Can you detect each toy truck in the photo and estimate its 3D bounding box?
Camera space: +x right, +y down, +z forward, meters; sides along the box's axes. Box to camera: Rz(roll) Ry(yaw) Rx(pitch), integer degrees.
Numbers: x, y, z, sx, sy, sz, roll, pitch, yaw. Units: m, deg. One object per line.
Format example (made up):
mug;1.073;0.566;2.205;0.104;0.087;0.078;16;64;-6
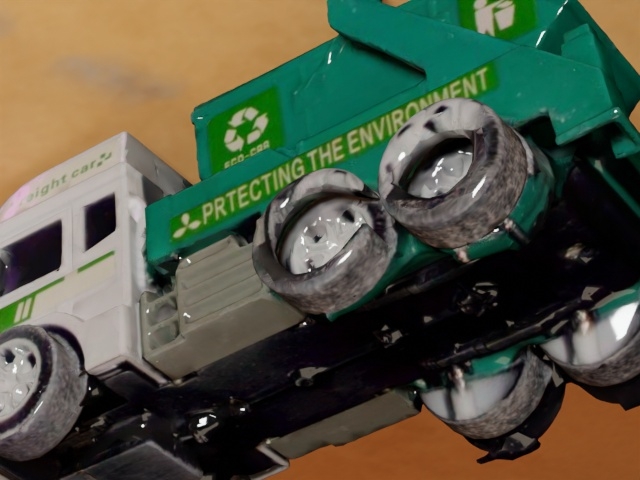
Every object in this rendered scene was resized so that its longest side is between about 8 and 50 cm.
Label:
toy truck;0.000;0.000;0.561;0.216;0.116;0.110;-25;139;24
